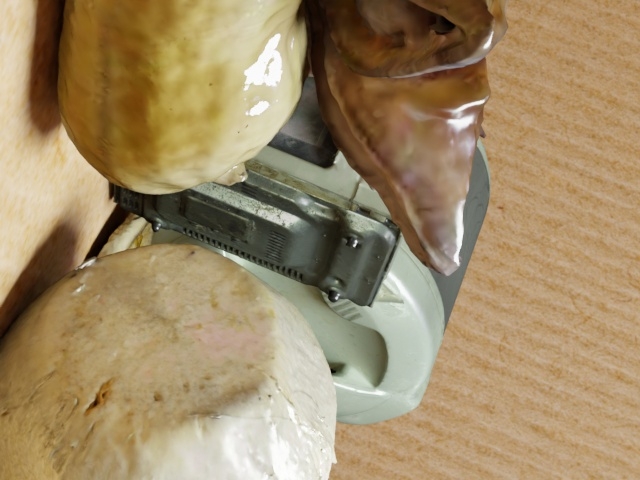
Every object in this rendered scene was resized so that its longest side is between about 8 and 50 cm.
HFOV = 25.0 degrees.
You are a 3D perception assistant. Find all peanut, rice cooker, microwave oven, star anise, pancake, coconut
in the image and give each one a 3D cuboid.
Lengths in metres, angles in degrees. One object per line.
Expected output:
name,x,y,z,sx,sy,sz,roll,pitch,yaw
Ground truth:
peanut,-0.067,-0.105,0.728,0.224,0.129,0.129,104,9,-56
rice cooker,-0.002,0.002,1.269,0.288,0.288,0.277,109,3,-51
microwave oven,-0.030,-0.057,0.985,0.163,0.205,0.129,105,8,-61
star anise,0.031,-0.164,0.767,0.349,0.108,0.292,-119,-149,-52
pancake,-0.158,0.032,1.086,0.151,0.025,0.152,24,90,-86
coconut,-0.102,0.132,0.911,0.230,0.227,0.227,99,12,-45
